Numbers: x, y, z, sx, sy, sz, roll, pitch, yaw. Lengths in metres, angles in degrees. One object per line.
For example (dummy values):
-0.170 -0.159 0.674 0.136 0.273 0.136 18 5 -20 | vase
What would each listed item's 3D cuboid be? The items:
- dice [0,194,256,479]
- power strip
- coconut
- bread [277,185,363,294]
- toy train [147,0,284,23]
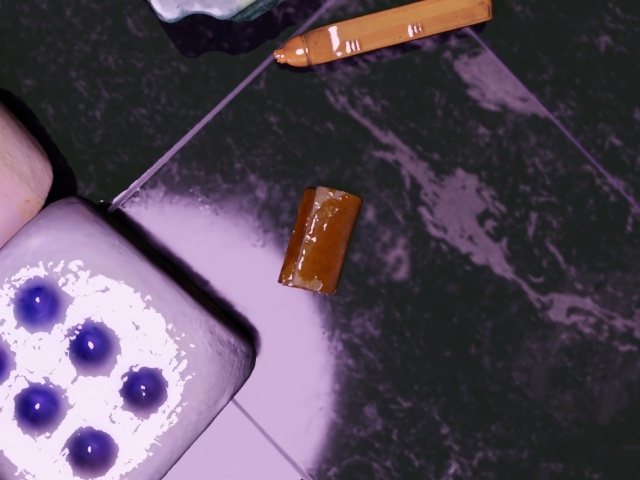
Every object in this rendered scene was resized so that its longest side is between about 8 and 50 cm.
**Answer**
-0.172 0.092 1.299 0.193 0.192 0.194 43 88 -1 | dice
0.051 -0.163 1.374 0.178 0.049 0.028 -14 94 -1 | power strip
-0.275 -0.045 1.318 0.147 0.153 0.147 -12 55 17 | coconut
0.000 0.000 1.379 0.047 0.036 0.083 16 91 -4 | bread
-0.057 -0.300 1.326 0.299 0.167 0.238 -33 100 1 | toy train
